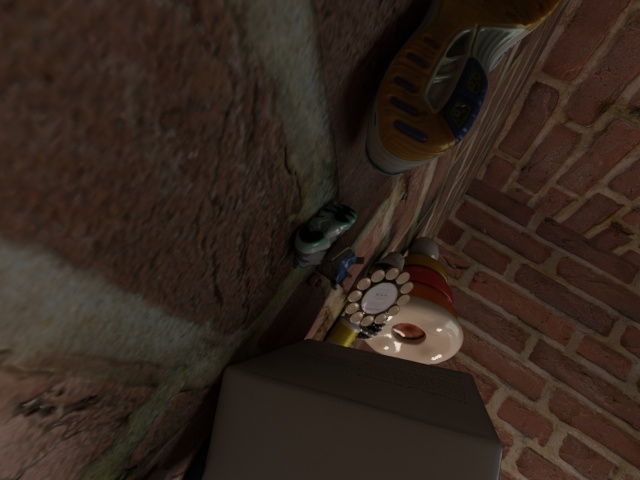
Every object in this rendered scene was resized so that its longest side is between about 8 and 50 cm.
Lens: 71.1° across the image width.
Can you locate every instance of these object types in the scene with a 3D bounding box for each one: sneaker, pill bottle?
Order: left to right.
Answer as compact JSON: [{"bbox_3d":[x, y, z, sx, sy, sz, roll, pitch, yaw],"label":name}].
[{"bbox_3d":[0.000,0.000,0.523,0.098,0.038,0.069,-31,154,-39],"label":"sneaker"},{"bbox_3d":[0.062,0.236,1.154,0.116,0.065,0.065,-58,165,1],"label":"pill bottle"},{"bbox_3d":[0.155,0.155,1.223,0.118,0.110,0.291,-51,167,-57],"label":"sneaker"},{"bbox_3d":[0.132,-0.195,0.452,0.296,0.112,0.131,-52,-178,-11],"label":"sneaker"}]

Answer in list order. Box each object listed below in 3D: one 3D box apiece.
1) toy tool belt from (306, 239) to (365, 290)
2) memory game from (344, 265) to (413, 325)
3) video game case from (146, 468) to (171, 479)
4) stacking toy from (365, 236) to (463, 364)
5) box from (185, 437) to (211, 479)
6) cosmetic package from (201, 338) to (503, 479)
[{"bbox_3d":[0.024,0.044,0.655,0.083,0.051,0.052,-51,164,-21],"label":"toy tool belt"},{"bbox_3d":[0.144,0.138,1.098,0.187,0.012,0.186,-13,127,-17],"label":"memory game"},{"bbox_3d":[-0.196,0.390,0.436,0.227,0.026,0.206,-65,154,-77],"label":"video game case"},{"bbox_3d":[0.350,0.172,1.630,0.350,0.351,0.479,107,4,-46],"label":"stacking toy"},{"bbox_3d":[-0.165,0.359,0.736,0.225,0.037,0.136,-63,164,20],"label":"box"},{"bbox_3d":[0.050,0.354,0.668,0.394,0.328,0.328,23,77,-75],"label":"cosmetic package"}]
